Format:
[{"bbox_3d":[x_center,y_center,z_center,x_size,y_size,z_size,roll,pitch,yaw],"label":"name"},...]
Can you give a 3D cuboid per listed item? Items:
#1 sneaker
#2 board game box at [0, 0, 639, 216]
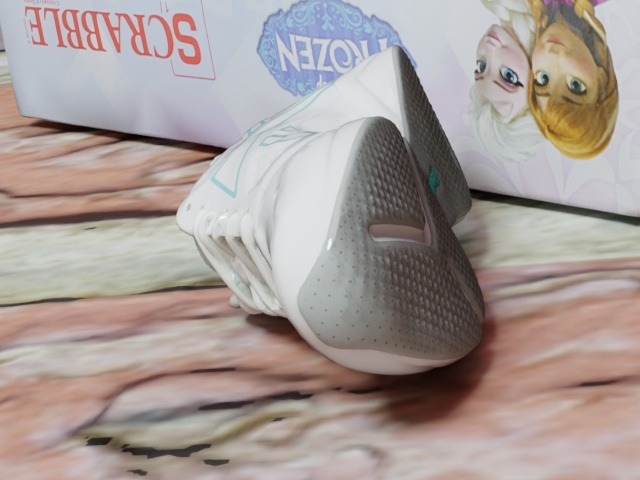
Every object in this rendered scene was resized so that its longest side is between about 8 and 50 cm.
[{"bbox_3d":[0.000,0.000,0.433,0.061,0.054,0.152,-23,12,9],"label":"sneaker"},{"bbox_3d":[0.104,-0.099,0.659,0.318,0.066,0.318,-22,20,-34],"label":"board game box"}]
